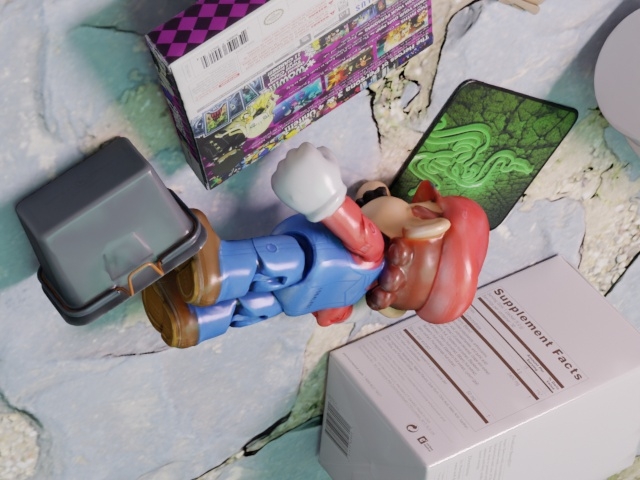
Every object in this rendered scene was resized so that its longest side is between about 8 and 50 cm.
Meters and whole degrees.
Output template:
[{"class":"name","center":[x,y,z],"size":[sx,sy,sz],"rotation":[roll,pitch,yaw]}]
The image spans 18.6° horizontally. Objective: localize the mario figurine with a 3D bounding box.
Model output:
[{"class":"mario figurine","center":[0.000,0.000,1.712],"size":[0.321,0.198,0.170],"rotation":[-6,91,-29]}]

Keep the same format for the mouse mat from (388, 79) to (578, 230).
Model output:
[{"class":"mouse mat","center":[0.152,-0.077,1.837],"size":[0.190,0.007,0.152],"rotation":[10,121,-47]}]

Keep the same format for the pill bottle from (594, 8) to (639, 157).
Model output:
[{"class":"pill bottle","center":[0.386,-0.122,1.870],"size":[0.160,0.160,0.283],"rotation":[-50,144,14]}]

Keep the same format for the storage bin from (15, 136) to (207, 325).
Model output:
[{"class":"storage bin","center":[-0.169,-0.010,1.539],"size":[0.135,0.098,0.091],"rotation":[-34,135,-9]}]

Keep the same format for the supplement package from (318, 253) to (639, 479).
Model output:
[{"class":"supplement package","center":[0.169,0.172,1.977],"size":[0.293,0.175,0.177],"rotation":[-21,140,-26]}]

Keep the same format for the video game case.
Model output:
[{"class":"video game case","center":[-0.016,-0.157,1.524],"size":[0.232,0.042,0.210],"rotation":[-34,157,-9]}]

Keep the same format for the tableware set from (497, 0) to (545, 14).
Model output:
[{"class":"tableware set","center":[0.207,-0.270,1.662],"size":[0.169,0.020,0.141],"rotation":[-44,145,5]}]
